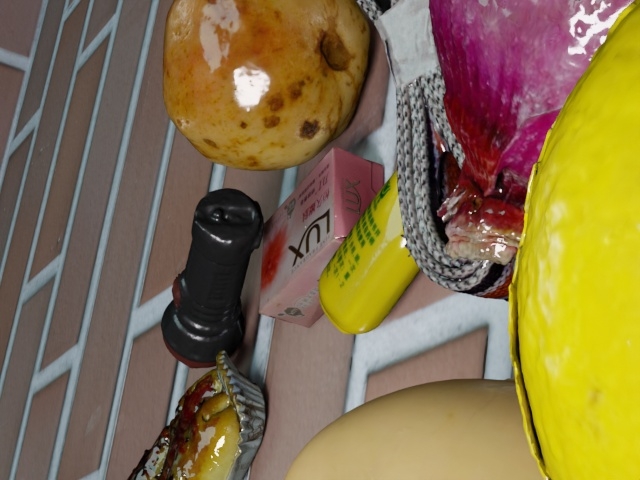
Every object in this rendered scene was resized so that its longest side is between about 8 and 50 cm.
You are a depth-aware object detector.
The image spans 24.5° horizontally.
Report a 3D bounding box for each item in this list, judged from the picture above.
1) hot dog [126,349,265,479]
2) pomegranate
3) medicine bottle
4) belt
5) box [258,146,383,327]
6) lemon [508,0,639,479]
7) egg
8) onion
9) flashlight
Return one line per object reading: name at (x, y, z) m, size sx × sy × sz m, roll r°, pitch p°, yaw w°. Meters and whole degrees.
hot dog at (-0.136, 0.238, 1.464) m, size 0.270 × 0.081 × 0.162 m, roll -63°, pitch 25°, yaw 18°
pomegranate at (-0.063, -0.176, 1.444) m, size 0.215 × 0.215 × 0.215 m, roll -48°, pitch 32°, yaw 44°
medicine bottle at (0.084, -0.037, 1.187) m, size 0.260 × 0.064 × 0.095 m, roll -56°, pitch 15°, yaw 26°
belt at (0.092, -0.122, 1.085) m, size 0.126 × 0.094 × 0.360 m, roll -25°, pitch 63°, yaw 31°
box at (0.000, 0.000, 1.365) m, size 0.156 × 0.060 × 0.111 m, roll -48°, pitch 33°, yaw 45°
lemon at (0.212, 0.027, 0.562) m, size 0.297 × 0.297 × 0.297 m, roll -48°, pitch 32°, yaw 44°
egg at (0.093, 0.173, 0.800) m, size 0.201 × 0.244 × 0.201 m, roll 17°, pitch -90°, yaw -80°
onion at (0.142, -0.143, 0.885) m, size 0.267 × 0.159 × 0.349 m, roll 35°, pitch 100°, yaw 44°
flashlight at (-0.108, 0.039, 1.465) m, size 0.232 × 0.093 × 0.093 m, roll 105°, pitch 170°, yaw -55°
